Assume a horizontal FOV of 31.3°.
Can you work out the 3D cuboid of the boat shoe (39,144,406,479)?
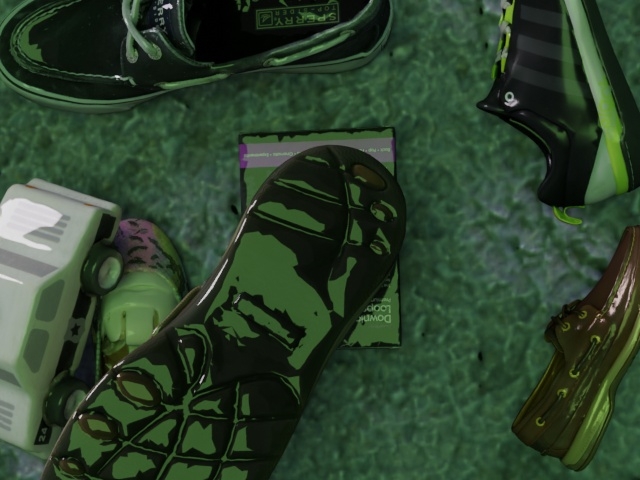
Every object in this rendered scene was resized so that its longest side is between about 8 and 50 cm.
[{"bbox_3d":[-0.058,0.085,0.755,0.122,0.120,0.324,40,82,1],"label":"boat shoe"}]

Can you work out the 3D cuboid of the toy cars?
[{"bbox_3d":[-0.289,0.109,0.806,0.393,0.087,0.176,-37,71,17],"label":"toy cars"}]

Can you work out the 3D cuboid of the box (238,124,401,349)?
[{"bbox_3d":[0.000,0.000,0.837,0.116,0.029,0.162,-1,87,7],"label":"box"}]

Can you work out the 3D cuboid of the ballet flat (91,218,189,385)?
[{"bbox_3d":[-0.133,0.094,0.825,0.076,0.079,0.222,3,88,-4],"label":"ballet flat"}]

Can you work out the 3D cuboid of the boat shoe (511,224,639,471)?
[{"bbox_3d":[0.186,0.069,0.793,0.060,0.064,0.178,21,94,5],"label":"boat shoe"}]

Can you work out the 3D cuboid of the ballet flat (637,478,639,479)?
[{"bbox_3d":[0.210,0.216,0.790,0.231,0.077,0.077,-23,107,9],"label":"ballet flat"}]

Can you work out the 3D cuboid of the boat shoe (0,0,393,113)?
[{"bbox_3d":[-0.100,-0.154,0.816,0.301,0.102,0.108,-2,88,7],"label":"boat shoe"}]

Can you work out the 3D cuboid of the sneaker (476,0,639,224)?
[{"bbox_3d":[0.149,-0.125,0.793,0.097,0.084,0.235,-22,86,7],"label":"sneaker"}]
